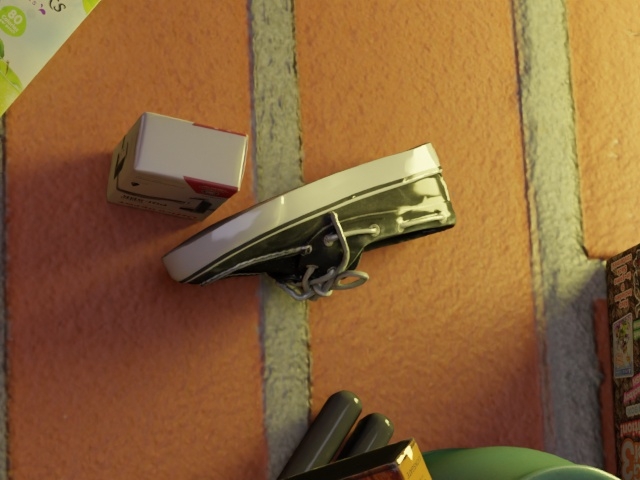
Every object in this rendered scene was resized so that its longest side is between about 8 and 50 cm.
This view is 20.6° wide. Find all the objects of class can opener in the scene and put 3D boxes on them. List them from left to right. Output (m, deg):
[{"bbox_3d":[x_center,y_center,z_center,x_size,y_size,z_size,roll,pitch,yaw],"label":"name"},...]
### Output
[{"bbox_3d":[-0.020,0.259,1.566,0.076,0.095,0.283,36,68,-7],"label":"can opener"}]

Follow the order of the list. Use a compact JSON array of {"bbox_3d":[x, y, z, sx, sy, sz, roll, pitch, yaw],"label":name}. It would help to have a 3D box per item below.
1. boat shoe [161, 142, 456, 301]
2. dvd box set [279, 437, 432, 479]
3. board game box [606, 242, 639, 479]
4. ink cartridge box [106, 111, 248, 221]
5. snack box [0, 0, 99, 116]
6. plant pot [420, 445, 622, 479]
[{"bbox_3d":[-0.002,0.001,1.636,0.306,0.113,0.105,-21,89,-38],"label":"boat shoe"},{"bbox_3d":[0.015,0.397,1.416,0.307,0.062,0.420,-20,97,22],"label":"dvd box set"},{"bbox_3d":[0.419,0.148,1.716,0.232,0.141,0.291,4,75,-17],"label":"board game box"},{"bbox_3d":[-0.132,-0.064,1.595,0.099,0.135,0.056,12,76,-15],"label":"ink cartridge box"},{"bbox_3d":[-0.310,-0.227,1.598,0.174,0.070,0.207,43,66,-17],"label":"snack box"},{"bbox_3d":[0.170,0.299,1.532,0.272,0.255,0.271,5,74,-16],"label":"plant pot"}]
